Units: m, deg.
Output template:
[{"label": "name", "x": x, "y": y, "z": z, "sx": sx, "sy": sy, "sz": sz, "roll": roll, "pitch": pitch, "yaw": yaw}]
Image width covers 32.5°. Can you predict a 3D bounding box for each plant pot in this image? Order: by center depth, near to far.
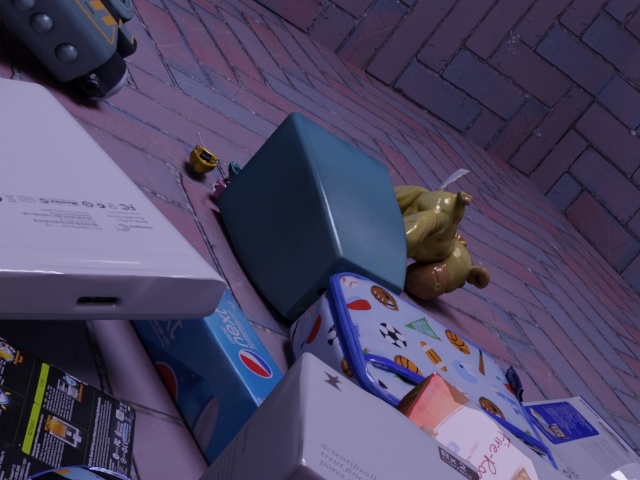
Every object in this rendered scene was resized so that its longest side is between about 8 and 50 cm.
[{"label": "plant pot", "x": 0.000, "y": 0.000, "z": 1.331, "sx": 0.165, "sy": 0.165, "sz": 0.234, "roll": 28, "pitch": 27, "yaw": -32}]

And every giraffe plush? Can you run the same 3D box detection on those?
[{"label": "giraffe plush", "x": 0.162, "y": 0.012, "z": 1.674, "sx": 0.170, "sy": 0.210, "sz": 0.181, "roll": 68, "pitch": -9, "yaw": -24}]

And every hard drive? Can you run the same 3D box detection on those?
[{"label": "hard drive", "x": -0.265, "y": -0.050, "z": 0.934, "sx": 0.233, "sy": 0.047, "sz": 0.353, "roll": 4, "pitch": 30, "yaw": -44}]

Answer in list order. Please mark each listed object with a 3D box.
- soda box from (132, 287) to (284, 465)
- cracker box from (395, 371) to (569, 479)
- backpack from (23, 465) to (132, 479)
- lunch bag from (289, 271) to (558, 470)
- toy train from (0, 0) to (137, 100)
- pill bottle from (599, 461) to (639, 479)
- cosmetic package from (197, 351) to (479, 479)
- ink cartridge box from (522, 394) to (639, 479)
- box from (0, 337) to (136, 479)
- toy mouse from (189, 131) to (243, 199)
[{"label": "soda box", "x": -0.093, "y": 0.109, "z": 0.971, "sx": 0.067, "sy": 0.071, "sz": 0.210, "roll": 21, "pitch": 24, "yaw": -45}, {"label": "cracker box", "x": 0.142, "y": 0.251, "z": 0.969, "sx": 0.232, "sy": 0.067, "sz": 0.155, "roll": 39, "pitch": 54, "yaw": 0}, {"label": "backpack", "x": -0.115, "y": 0.207, "z": 0.556, "sx": 0.173, "sy": 0.117, "sz": 0.158, "roll": 42, "pitch": 27, "yaw": 15}, {"label": "lunch bag", "x": 0.115, "y": 0.177, "z": 1.176, "sx": 0.303, "sy": 0.115, "sz": 0.243, "roll": 29, "pitch": 21, "yaw": -26}, {"label": "toy train", "x": -0.349, "y": -0.324, "z": 1.377, "sx": 0.190, "sy": 0.142, "sz": 0.334, "roll": -96, "pitch": 159, "yaw": -45}, {"label": "pill bottle", "x": 0.378, "y": 0.370, "z": 1.140, "sx": 0.153, "sy": 0.153, "sz": 0.264, "roll": 17, "pitch": 27, "yaw": -52}, {"label": "cosmetic package", "x": -0.005, "y": 0.204, "z": 0.703, "sx": 0.151, "sy": 0.183, "sz": 0.151, "roll": 35, "pitch": 16, "yaw": -11}, {"label": "ink cartridge box", "x": 0.321, "y": 0.282, "z": 1.418, "sx": 0.165, "sy": 0.065, "sz": 0.333, "roll": 47, "pitch": 19, "yaw": 27}, {"label": "box", "x": -0.210, "y": 0.133, "z": 0.708, "sx": 0.184, "sy": 0.045, "sz": 0.190, "roll": 30, "pitch": 19, "yaw": -19}, {"label": "toy mouse", "x": -0.118, "y": -0.071, "z": 1.478, "sx": 0.143, "sy": 0.031, "sz": 0.161, "roll": 34, "pitch": 17, "yaw": -16}]
